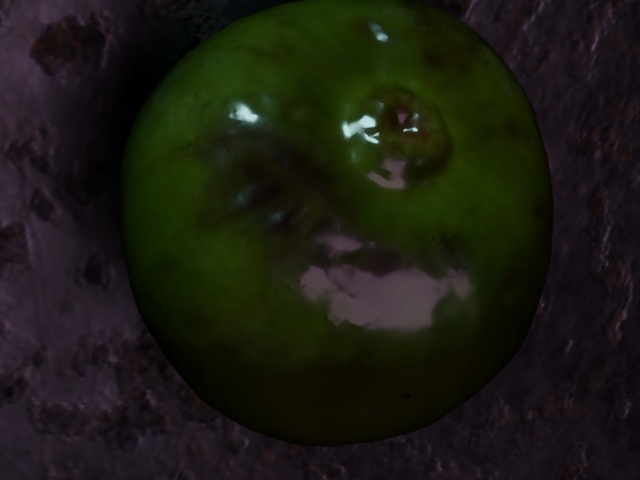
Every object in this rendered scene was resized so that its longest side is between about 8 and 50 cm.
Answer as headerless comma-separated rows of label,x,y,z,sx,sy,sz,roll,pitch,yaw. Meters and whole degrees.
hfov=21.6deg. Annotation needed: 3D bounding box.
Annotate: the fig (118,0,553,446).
fig,0.000,0.000,0.795,0.203,0.203,0.225,-12,157,-21
